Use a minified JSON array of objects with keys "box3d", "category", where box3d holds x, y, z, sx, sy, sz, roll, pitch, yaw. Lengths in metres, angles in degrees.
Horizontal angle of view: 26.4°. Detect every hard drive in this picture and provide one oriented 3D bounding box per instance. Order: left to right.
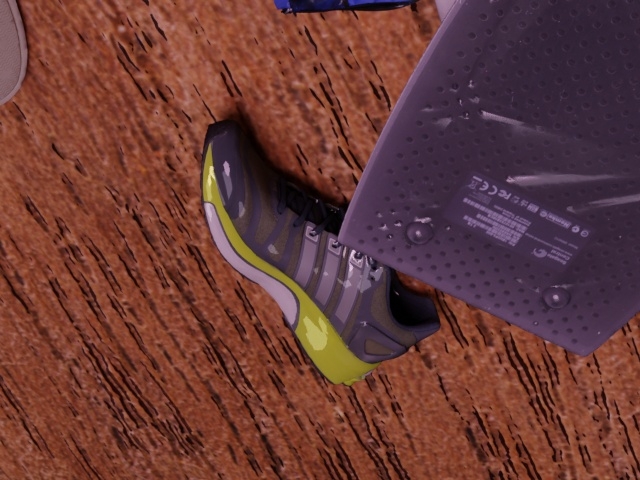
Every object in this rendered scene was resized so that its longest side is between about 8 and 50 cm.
[{"box3d":[0.128,-0.060,0.676,0.172,0.054,0.254,25,133,-5],"category":"hard drive"}]

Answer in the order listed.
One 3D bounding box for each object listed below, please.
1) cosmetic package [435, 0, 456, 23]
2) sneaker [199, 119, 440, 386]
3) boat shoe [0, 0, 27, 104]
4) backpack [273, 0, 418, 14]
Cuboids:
[{"box3d":[0.219,-0.284,0.712,0.327,0.329,0.393,-6,129,21],"category":"cosmetic package"},{"box3d":[0.000,0.000,1.207,0.121,0.111,0.300,-24,126,22],"category":"sneaker"},{"box3d":[-0.318,-0.213,1.143,0.079,0.084,0.233,34,156,43],"category":"boat shoe"},{"box3d":[0.029,-0.218,0.993,0.120,0.098,0.101,4,128,17],"category":"backpack"}]
